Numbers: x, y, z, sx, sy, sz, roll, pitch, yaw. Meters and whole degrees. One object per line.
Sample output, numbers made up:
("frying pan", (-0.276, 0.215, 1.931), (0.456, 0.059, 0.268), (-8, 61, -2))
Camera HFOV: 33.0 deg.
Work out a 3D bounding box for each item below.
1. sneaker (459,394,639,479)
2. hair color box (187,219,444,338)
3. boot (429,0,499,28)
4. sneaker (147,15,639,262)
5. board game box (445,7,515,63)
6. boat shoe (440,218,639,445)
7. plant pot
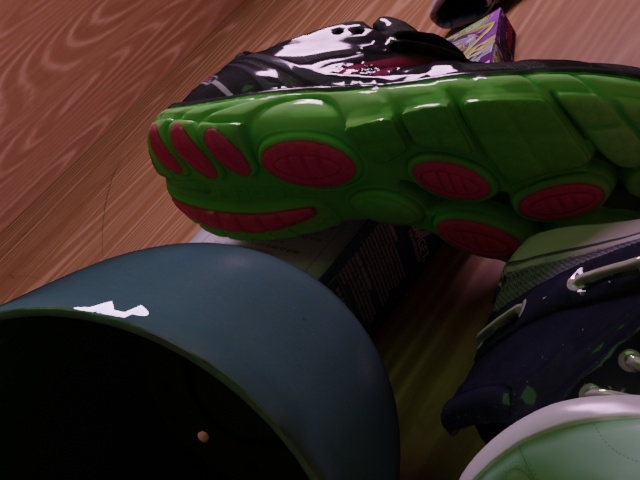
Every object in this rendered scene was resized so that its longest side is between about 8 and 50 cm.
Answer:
("sneaker", (0.152, 0.150, 0.493), (0.256, 0.094, 0.151), (-22, 28, 39))
("hair color box", (0.000, 0.000, 1.006), (0.173, 0.105, 0.347), (11, 48, 39))
("boot", (0.261, -0.372, 1.502), (0.258, 0.095, 0.123), (-25, 28, 53))
("sneaker", (0.085, -0.103, 0.853), (0.482, 0.185, 0.202), (7, 50, 27))
("board game box", (0.083, -0.159, 1.370), (0.346, 0.056, 0.208), (-27, 26, 26))
("boat shoe", (0.211, 0.059, 0.584), (0.340, 0.127, 0.158), (-22, 30, 55))
("plant pot", (-0.083, 0.134, 0.672), (0.293, 0.293, 0.235), (-28, 8, 25))
